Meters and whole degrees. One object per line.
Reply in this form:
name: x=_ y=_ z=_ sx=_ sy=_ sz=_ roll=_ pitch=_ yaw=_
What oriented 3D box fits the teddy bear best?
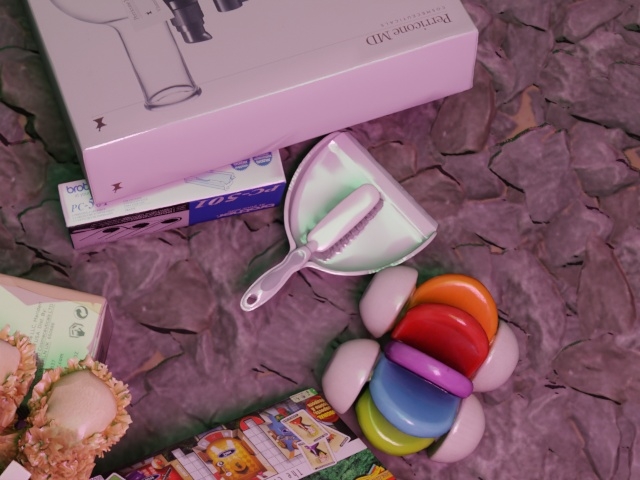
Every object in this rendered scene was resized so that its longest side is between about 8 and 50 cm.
teddy bear: x=-0.277 y=0.236 z=1.211 sx=0.245 sy=0.113 sz=0.338 roll=5 pitch=88 yaw=-2

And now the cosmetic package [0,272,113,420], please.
cosmetic package: x=-0.351 y=0.082 z=1.329 sx=0.309 sy=0.160 sz=0.113 roll=14 pitch=76 yaw=-3

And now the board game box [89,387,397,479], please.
board game box: x=-0.066 y=0.221 z=1.306 sx=0.259 sy=0.030 sz=0.136 roll=-19 pitch=53 yaw=-38

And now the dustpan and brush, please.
dustpan and brush: x=0.000 y=0.000 z=1.431 sx=0.211 sy=0.060 sz=0.147 roll=-43 pitch=85 yaw=-13

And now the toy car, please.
toy car: x=0.101 y=0.113 z=1.372 sx=0.159 sy=0.136 sz=0.182 roll=29 pitch=76 yaw=-5

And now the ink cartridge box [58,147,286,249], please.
ink cartridge box: x=-0.141 y=-0.043 z=1.408 sx=0.207 sy=0.097 sz=0.046 roll=-12 pitch=79 yaw=-9

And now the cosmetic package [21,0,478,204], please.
cosmetic package: x=-0.079 y=-0.219 z=1.405 sx=0.377 sy=0.097 sz=0.284 roll=-19 pitch=61 yaw=-11
